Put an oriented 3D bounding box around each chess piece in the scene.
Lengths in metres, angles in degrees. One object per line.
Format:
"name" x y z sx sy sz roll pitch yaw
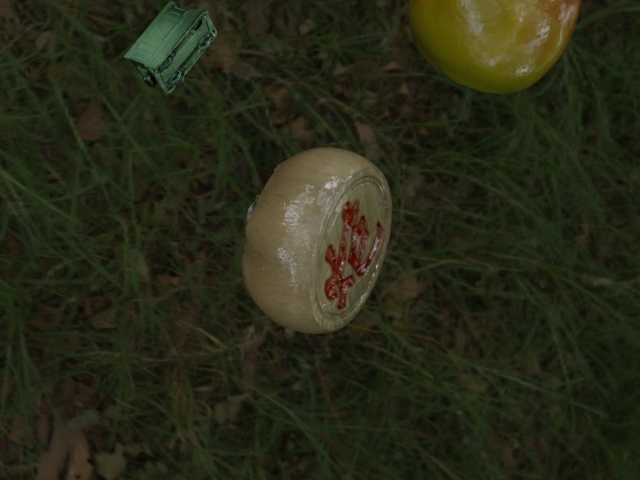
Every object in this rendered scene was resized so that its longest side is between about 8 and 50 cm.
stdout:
"chess piece" 0.000 0.000 0.380 0.083 0.038 0.084 -37 136 -47

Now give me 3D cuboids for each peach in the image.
"peach" 0.228 -0.314 1.123 0.231 0.231 0.231 -4 97 -37

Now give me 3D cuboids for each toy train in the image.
"toy train" -0.144 -0.187 0.818 0.093 0.056 0.038 -56 153 -17
